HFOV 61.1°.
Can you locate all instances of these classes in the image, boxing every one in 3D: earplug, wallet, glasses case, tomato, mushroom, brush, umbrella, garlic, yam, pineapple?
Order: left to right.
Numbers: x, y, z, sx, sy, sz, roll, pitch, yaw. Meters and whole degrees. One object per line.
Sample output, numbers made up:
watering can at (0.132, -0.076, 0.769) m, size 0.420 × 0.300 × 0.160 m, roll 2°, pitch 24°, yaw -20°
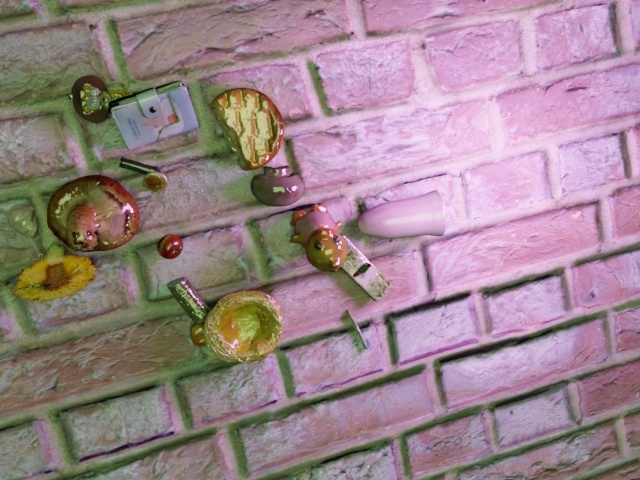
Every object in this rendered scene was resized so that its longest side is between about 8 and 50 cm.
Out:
garlic at (-0.950, -0.064, 1.731) m, size 0.113 × 0.074 × 0.094 m, roll 34°, pitch 100°, yaw 0°
pineapple at (-0.868, 0.107, 1.774) m, size 0.250 × 0.140 × 0.164 m, roll -24°, pitch 62°, yaw -23°
mushroom at (-0.715, -0.084, 1.725) m, size 0.267 × 0.254 × 0.267 m, roll 3°, pitch 86°, yaw -37°
umbrella at (-0.601, -0.241, 1.804) m, size 0.133 × 0.031 × 0.036 m, roll 16°, pitch 120°, yaw -15°
wallet at (-0.534, -0.402, 1.749) m, size 0.250 × 0.075 × 0.176 m, roll -20°, pitch 136°, yaw -8°
tomato at (-0.512, 0.019, 1.839) m, size 0.075 × 0.087 × 0.087 m, roll 37°, pitch 89°, yaw 24°
yam at (-0.452, 0.206, 1.884) m, size 0.078 × 0.078 × 0.179 m, roll -35°, pitch 101°, yaw -5°
mushroom at (-0.142, -0.181, 1.882) m, size 0.188 × 0.117 × 0.141 m, roll -4°, pitch 111°, yaw -17°
glasses case at (0.141, 0.102, 2.007) m, size 0.272 × 0.062 × 0.095 m, roll 44°, pitch 88°, yaw -15°
brush at (0.147, 0.336, 2.059) m, size 0.030 × 0.033 × 0.178 m, roll -30°, pitch 104°, yaw -13°
earplug at (0.284, -0.080, 1.970) m, size 0.301 × 0.172 × 0.172 m, roll -8°, pitch 100°, yaw -5°

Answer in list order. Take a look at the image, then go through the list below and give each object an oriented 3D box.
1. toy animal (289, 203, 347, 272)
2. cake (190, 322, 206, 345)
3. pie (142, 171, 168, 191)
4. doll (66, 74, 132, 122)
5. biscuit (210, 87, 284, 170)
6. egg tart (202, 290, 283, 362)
toy animal at (0.001, 0.004, 1.862) m, size 0.195 × 0.281 × 0.169 m, roll -20°, pitch 123°, yaw -10°
cake at (-0.422, 0.332, 1.925) m, size 0.084 × 0.044 × 0.084 m, roll -2°, pitch 100°, yaw -14°
pie at (-0.550, -0.194, 1.812) m, size 0.084 × 0.020 × 0.084 m, roll -8°, pitch 130°, yaw -10°
doll at (-0.697, -0.457, 1.720) m, size 0.188 × 0.096 × 0.145 m, roll -28°, pitch 111°, yaw -17°
biscuit at (-0.231, -0.384, 1.834) m, size 0.213 × 0.091 × 0.274 m, roll -21°, pitch 101°, yaw -6°
egg tart at (-0.273, 0.301, 1.915) m, size 0.288 × 0.118 × 0.288 m, roll -3°, pitch 101°, yaw -16°
